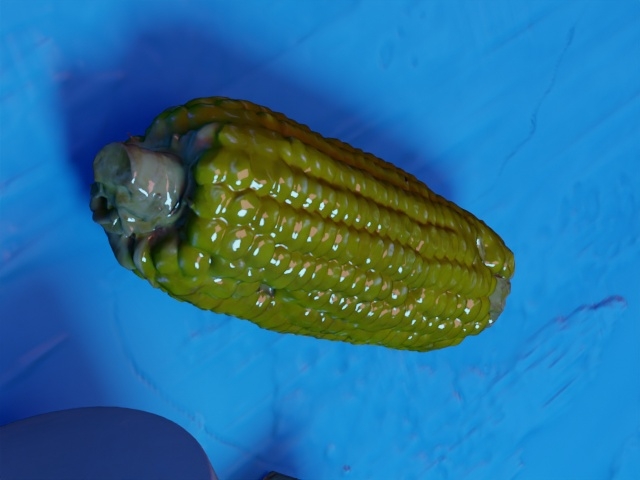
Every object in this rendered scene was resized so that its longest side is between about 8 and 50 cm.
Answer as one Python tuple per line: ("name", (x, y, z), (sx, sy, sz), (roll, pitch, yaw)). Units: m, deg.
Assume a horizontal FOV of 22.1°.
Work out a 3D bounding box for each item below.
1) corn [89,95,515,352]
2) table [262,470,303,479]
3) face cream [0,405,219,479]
("corn", (0.000, 0.000, 0.751), (0.262, 0.097, 0.097), (20, 84, -46))
("table", (-0.016, 0.165, 0.779), (0.083, 0.079, 0.062), (-42, 123, -31))
("face cream", (-0.098, 0.176, 0.639), (0.177, 0.177, 0.153), (-40, 125, -31))
